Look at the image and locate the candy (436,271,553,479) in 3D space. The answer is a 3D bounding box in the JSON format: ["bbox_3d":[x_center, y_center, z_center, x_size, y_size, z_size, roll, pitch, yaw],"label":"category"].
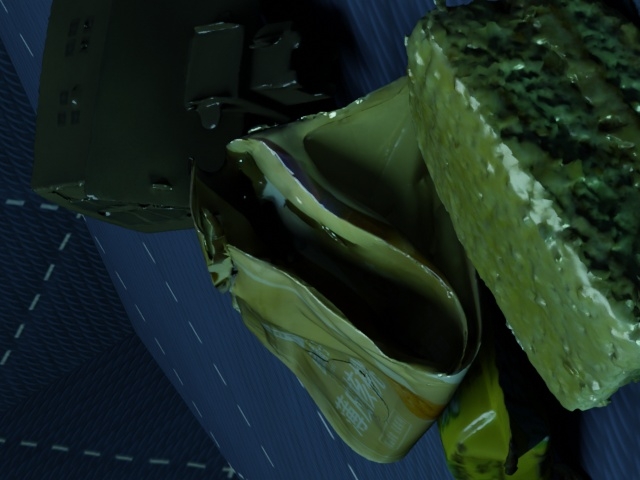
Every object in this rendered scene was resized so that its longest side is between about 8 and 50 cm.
[{"bbox_3d":[0.127,0.141,1.056,0.297,0.081,0.187,79,178,-54],"label":"candy"}]

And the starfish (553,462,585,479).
[{"bbox_3d":[0.227,0.296,1.108,0.277,0.062,0.236,67,168,-2],"label":"starfish"}]

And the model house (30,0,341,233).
[{"bbox_3d":[-0.070,-0.112,1.088,0.243,0.211,0.204,-5,164,45],"label":"model house"}]

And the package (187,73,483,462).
[{"bbox_3d":[-0.001,0.029,0.973,0.311,0.165,0.221,100,165,-74],"label":"package"}]

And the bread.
[{"bbox_3d":[0.125,-0.026,0.684,0.196,0.102,0.138,58,164,16],"label":"bread"}]
